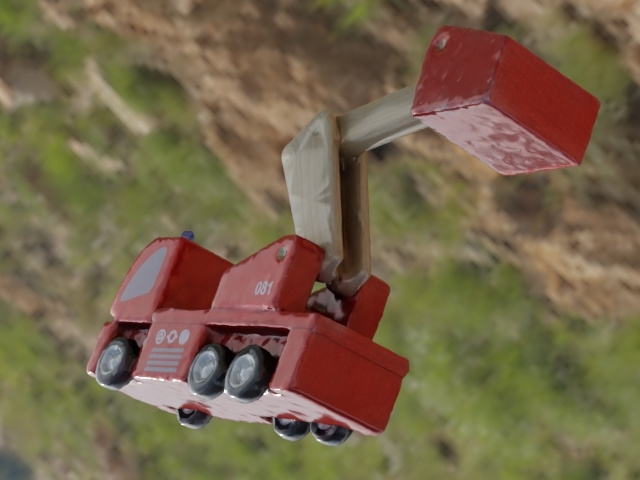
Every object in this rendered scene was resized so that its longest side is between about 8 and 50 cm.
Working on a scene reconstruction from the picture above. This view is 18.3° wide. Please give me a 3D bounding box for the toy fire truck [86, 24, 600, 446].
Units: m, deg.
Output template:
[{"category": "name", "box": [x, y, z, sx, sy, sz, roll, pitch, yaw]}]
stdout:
[{"category": "toy fire truck", "box": [0.000, 0.000, 0.694, 0.047, 0.135, 0.192, 30, 163, -32]}]
